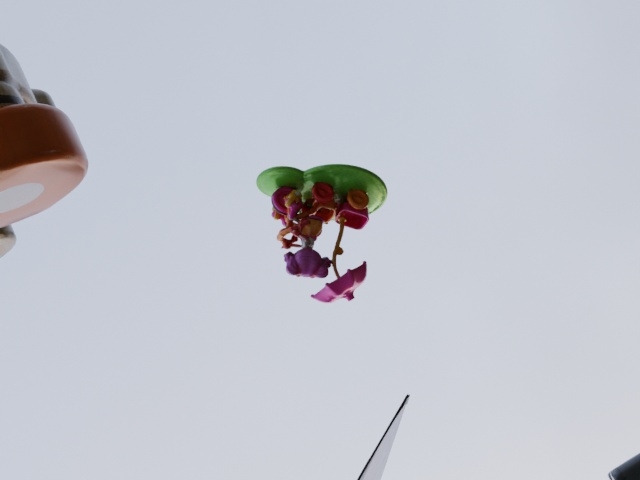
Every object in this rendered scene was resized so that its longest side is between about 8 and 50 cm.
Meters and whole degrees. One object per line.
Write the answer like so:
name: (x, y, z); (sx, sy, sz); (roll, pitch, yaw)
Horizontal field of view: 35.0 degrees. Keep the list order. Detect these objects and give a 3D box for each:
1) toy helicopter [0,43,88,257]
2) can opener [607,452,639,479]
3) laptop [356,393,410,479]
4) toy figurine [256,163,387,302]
toy helicopter: (-0.261, -0.022, 0.596); (0.235, 0.355, 0.140); (-25, -99, -13)
can opener: (0.404, 0.318, 1.291); (0.280, 0.093, 0.074); (-36, -16, -1)
laptop: (0.116, 0.539, 1.591); (0.408, 0.236, 0.382); (50, -140, -8)
toy figurine: (0.000, 0.000, 1.271); (0.173, 0.130, 0.159); (11, -122, -16)
